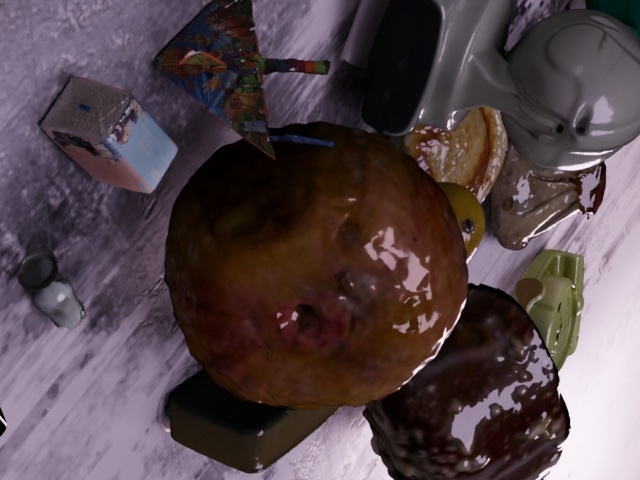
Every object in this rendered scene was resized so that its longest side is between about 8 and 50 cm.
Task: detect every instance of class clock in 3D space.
[{"bbox_3d":[0.310,0.125,2.155,0.232,0.069,0.170,-41,137,-55],"label":"clock"}]

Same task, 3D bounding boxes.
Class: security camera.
[{"bbox_3d":[0.204,-0.175,1.556,0.191,0.277,0.197,-47,157,-56],"label":"security camera"}]

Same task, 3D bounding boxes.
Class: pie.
[{"bbox_3d":[0.143,-0.101,1.745,0.179,0.084,0.205,-62,148,-6],"label":"pie"}]

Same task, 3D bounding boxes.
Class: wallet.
[{"bbox_3d":[0.057,-0.235,1.561,0.061,0.025,0.122,8,105,-62],"label":"wallet"}]

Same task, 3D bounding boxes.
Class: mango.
[{"bbox_3d":[0.081,0.026,1.636,0.237,0.091,0.137,-44,-163,26],"label":"mango"}]

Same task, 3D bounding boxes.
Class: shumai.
[{"bbox_3d":[0.311,-0.070,2.008,0.201,0.120,0.201,-39,141,-42],"label":"shumai"}]

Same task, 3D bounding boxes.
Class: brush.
[{"bbox_3d":[-0.054,0.155,1.579,0.197,0.123,0.059,-36,137,-42],"label":"brush"}]

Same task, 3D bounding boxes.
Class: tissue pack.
[{"bbox_3d":[-0.172,-0.086,1.258,0.058,0.074,0.094,-64,150,-16],"label":"tissue pack"}]

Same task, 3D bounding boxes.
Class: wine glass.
[{"bbox_3d":[-0.227,0.043,1.304,0.039,0.042,0.083,-22,148,2],"label":"wine glass"}]

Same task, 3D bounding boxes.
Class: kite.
[{"bbox_3d":[-0.067,-0.153,1.342,0.160,0.183,0.010,-1,159,-17],"label":"kite"}]

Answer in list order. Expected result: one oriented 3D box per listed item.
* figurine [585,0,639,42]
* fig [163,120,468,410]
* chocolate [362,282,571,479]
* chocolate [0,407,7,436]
[{"bbox_3d":[0.458,-0.310,1.954,0.323,0.231,0.340,-50,142,-23],"label":"figurine"},{"bbox_3d":[0.000,0.000,1.498,0.368,0.286,0.286,-75,179,-70],"label":"fig"},{"bbox_3d":[0.164,0.221,1.902,0.210,0.225,0.340,-37,142,-19],"label":"chocolate"},{"bbox_3d":[-0.340,0.057,1.066,0.224,0.206,0.177,75,3,-62],"label":"chocolate"}]
